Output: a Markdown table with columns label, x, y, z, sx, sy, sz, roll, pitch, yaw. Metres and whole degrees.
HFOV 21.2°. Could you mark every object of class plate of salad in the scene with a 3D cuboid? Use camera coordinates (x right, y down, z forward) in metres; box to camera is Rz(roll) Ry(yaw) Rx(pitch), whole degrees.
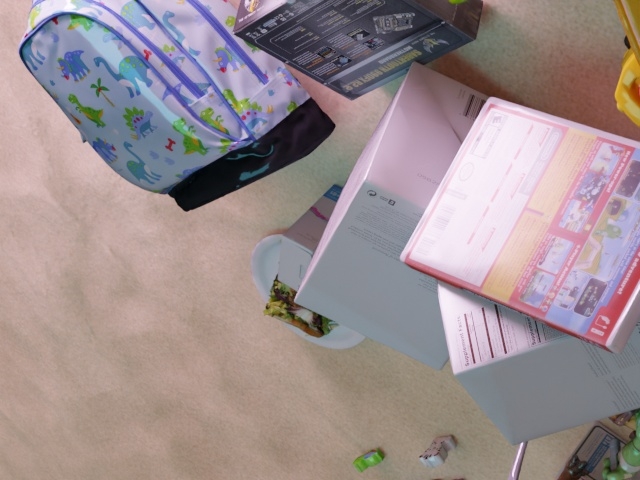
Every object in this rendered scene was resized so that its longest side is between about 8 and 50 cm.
| label | x | y | z | sx | sy | sz | roll | pitch | yaw |
| --- | --- | --- | --- | --- | --- | --- | --- | --- | --- |
| plate of salad | -0.021 | 0.077 | 2.373 | 0.200 | 0.048 | 0.200 | 25 | 139 | 24 |

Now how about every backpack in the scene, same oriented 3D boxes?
| label | x | y | z | sx | sy | sz | roll | pitch | yaw |
| --- | --- | --- | --- | --- | --- | --- | --- | --- | --- |
| backpack | -0.199 | -0.212 | 2.125 | 0.290 | 0.273 | 0.355 | -19 | 99 | 57 |

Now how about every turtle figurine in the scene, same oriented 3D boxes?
| label | x | y | z | sx | sy | sz | roll | pitch | yaw |
| --- | --- | --- | --- | --- | --- | --- | --- | --- | --- |
| turtle figurine | 0.297 | 0.199 | 1.993 | 0.198 | 0.266 | 0.274 | 19 | 111 | -20 |

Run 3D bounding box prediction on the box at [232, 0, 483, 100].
| label | x | y | z | sx | sy | sz | roll | pitch | yaw |
| --- | --- | --- | --- | --- | --- | --- | --- | --- | --- |
| box | 0.040 | -0.252 | 1.931 | 0.183 | 0.056 | 0.231 | 26 | 152 | -28 |

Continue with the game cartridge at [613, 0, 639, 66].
| label | x | y | z | sx | sy | sz | roll | pitch | yaw |
| --- | --- | --- | --- | --- | --- | --- | --- | --- | --- |
| game cartridge | 0.425 | -0.228 | 1.500 | 0.285 | 0.324 | 0.052 | 63 | 180 | -23 |

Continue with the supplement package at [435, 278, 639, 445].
| label | x | y | z | sx | sy | sz | roll | pitch | yaw |
| --- | --- | --- | --- | --- | --- | --- | --- | --- | --- |
| supplement package | 0.254 | 0.090 | 1.809 | 0.203 | 0.149 | 0.194 | -19 | 144 | 16 |

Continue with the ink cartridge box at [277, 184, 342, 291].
| label | x | y | z | sx | sy | sz | roll | pitch | yaw |
| --- | --- | --- | --- | --- | --- | --- | --- | --- | --- |
| ink cartridge box | 0.000 | 0.000 | 2.217 | 0.052 | 0.122 | 0.088 | 28 | 140 | 19 |

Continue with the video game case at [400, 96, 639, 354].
| label | x | y | z | sx | sy | sz | roll | pitch | yaw |
| --- | --- | --- | --- | --- | --- | --- | --- | --- | --- |
| video game case | 0.231 | -0.022 | 1.722 | 0.285 | 0.204 | 0.025 | 23 | 171 | 43 |

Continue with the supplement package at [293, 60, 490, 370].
| label | x | y | z | sx | sy | sz | roll | pitch | yaw |
| --- | --- | --- | --- | --- | --- | --- | --- | --- | --- |
| supplement package | 0.123 | -0.024 | 1.985 | 0.199 | 0.198 | 0.262 | 25 | 142 | -3 |

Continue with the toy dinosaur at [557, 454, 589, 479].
| label | x | y | z | sx | sy | sz | roll | pitch | yaw |
| --- | --- | --- | --- | --- | --- | --- | --- | --- | --- |
| toy dinosaur | 0.329 | 0.386 | 2.076 | 0.296 | 0.200 | 0.127 | 21 | 136 | 27 |

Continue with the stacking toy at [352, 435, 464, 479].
| label | x | y | z | sx | sy | sz | roll | pitch | yaw |
| --- | --- | --- | --- | --- | --- | --- | --- | --- | --- |
| stacking toy | 0.157 | 0.373 | 2.489 | 0.221 | 0.052 | 0.167 | -18 | 112 | 50 |

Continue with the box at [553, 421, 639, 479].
| label | x | y | z | sx | sy | sz | roll | pitch | yaw |
| --- | --- | --- | --- | --- | --- | --- | --- | --- | --- |
| box | 0.429 | 0.384 | 2.220 | 0.290 | 0.087 | 0.169 | 35 | 142 | 11 |

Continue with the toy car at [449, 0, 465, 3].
| label | x | y | z | sx | sy | sz | roll | pitch | yaw |
| --- | --- | --- | --- | --- | --- | --- | --- | --- | --- |
| toy car | 0.129 | -0.346 | 1.802 | 0.155 | 0.149 | 0.188 | 61 | 169 | -16 |

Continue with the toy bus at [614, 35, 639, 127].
| label | x | y | z | sx | sy | sz | roll | pitch | yaw |
| --- | --- | --- | --- | --- | --- | --- | --- | --- | --- |
| toy bus | 0.361 | -0.163 | 1.662 | 0.149 | 0.211 | 0.220 | 39 | 144 | 3 |
